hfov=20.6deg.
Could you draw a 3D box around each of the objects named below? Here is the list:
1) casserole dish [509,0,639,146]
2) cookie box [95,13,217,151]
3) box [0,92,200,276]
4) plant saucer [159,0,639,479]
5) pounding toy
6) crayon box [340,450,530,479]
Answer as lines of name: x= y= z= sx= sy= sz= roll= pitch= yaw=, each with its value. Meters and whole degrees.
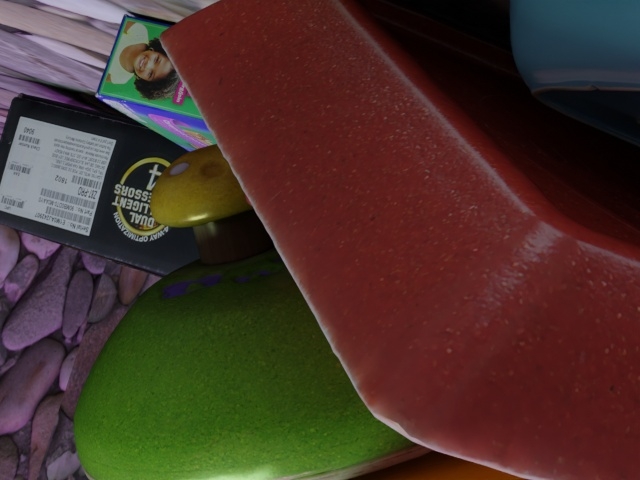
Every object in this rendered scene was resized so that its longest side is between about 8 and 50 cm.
casserole dish: x=0.128 y=-0.032 z=0.449 sx=0.188 sy=0.037 sz=0.114 roll=20 pitch=175 yaw=-26
cookie box: x=-0.025 y=-0.055 z=0.750 sx=0.107 sy=0.040 sz=0.092 roll=15 pitch=174 yaw=24
box: x=0.031 y=0.017 z=1.125 sx=0.395 sy=0.097 sz=0.318 roll=15 pitch=178 yaw=32
plant saucer: x=0.100 y=0.005 z=0.494 sx=0.258 sy=0.048 sz=0.259 roll=19 pitch=-162 yaw=-23
pounding toy: x=0.000 y=0.000 z=0.655 sx=0.183 sy=0.110 sz=0.237 roll=-8 pitch=-166 yaw=27
crayon box: x=0.147 y=0.100 z=0.684 sx=0.363 sy=0.106 sz=0.313 roll=-7 pitch=-173 yaw=-21
